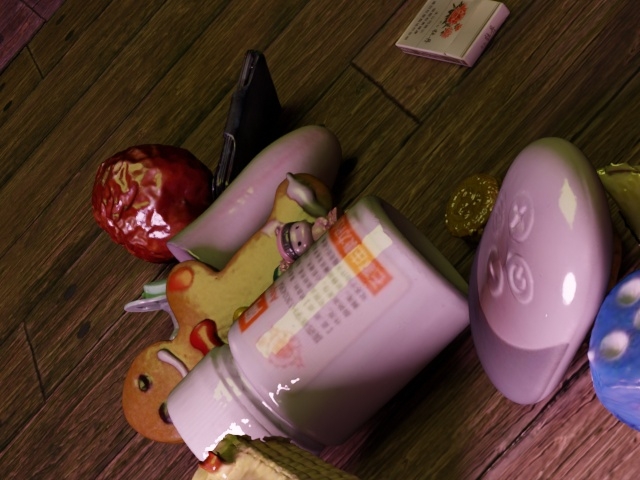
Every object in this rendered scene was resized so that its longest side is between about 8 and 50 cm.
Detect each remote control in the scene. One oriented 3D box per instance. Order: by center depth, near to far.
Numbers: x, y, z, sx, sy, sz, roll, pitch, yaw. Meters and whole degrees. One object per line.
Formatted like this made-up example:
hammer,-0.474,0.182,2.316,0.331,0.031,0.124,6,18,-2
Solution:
remote control,0.233,0.037,1.378,0.332,0.103,0.221,101,165,-50

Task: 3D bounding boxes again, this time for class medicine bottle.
medicine bottle,0.002,0.137,1.594,0.371,0.211,0.211,-44,32,10

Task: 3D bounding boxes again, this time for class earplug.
earplug,-0.078,-0.056,1.961,0.301,0.172,0.172,-52,31,-12

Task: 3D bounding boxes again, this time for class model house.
model house,-0.016,0.315,1.382,0.160,0.254,0.196,-56,34,-10

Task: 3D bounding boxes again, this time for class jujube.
jujube,-0.285,-0.066,2.168,0.213,0.213,0.232,-60,25,-14

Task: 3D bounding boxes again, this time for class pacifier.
pacifier,-0.237,0.119,2.048,0.150,0.127,0.116,-13,82,9

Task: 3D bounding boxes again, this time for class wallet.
wallet,-0.128,-0.160,2.127,0.045,0.172,0.318,4,55,12

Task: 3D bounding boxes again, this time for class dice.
dice,0.357,0.111,1.232,0.143,0.146,0.146,-7,52,46

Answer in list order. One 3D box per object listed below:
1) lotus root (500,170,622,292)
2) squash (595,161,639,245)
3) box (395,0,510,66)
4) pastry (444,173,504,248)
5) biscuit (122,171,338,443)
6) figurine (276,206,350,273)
lotus root,0.281,-0.028,1.516,0.258,0.097,0.110,-118,39,-56
squash,0.444,-0.075,1.351,0.252,0.093,0.169,-36,79,24
box,0.205,-0.334,1.999,0.109,0.029,0.198,-54,31,-5
pastry,0.213,-0.037,1.659,0.109,0.057,0.097,18,77,59
biscuit,-0.111,0.122,1.766,0.432,0.064,0.283,-39,67,8
figurine,0.000,0.000,1.690,0.129,0.054,0.072,-17,77,23
